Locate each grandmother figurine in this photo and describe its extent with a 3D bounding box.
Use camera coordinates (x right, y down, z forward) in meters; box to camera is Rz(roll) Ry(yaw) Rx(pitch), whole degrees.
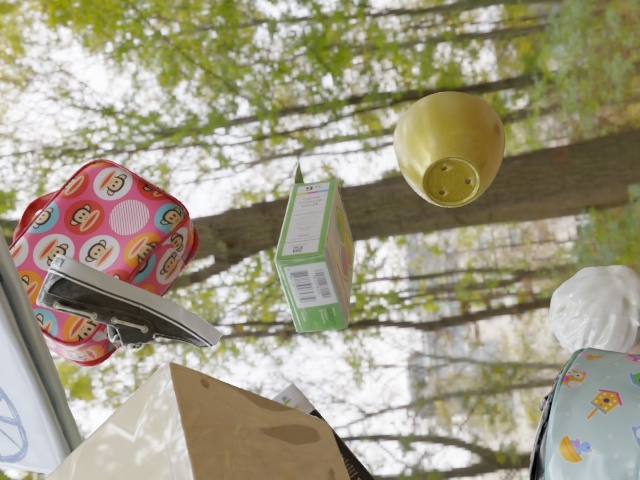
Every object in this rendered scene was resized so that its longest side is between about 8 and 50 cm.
[{"bbox_3d":[0.378,0.102,0.840,0.208,0.342,0.104,-104,30,-73],"label":"grandmother figurine"}]

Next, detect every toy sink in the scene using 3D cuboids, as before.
[{"bbox_3d":[-0.107,0.211,0.595,0.152,0.234,0.131,29,-155,-39],"label":"toy sink"}]

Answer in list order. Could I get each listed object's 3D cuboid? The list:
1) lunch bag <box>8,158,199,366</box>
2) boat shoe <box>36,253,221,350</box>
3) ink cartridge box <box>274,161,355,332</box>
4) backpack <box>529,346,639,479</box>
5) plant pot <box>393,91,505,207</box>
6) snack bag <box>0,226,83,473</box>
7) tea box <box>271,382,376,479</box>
[{"bbox_3d":[-0.361,0.021,1.383,0.293,0.258,0.120,-52,-22,-20],"label":"lunch bag"},{"bbox_3d":[-0.223,0.090,1.059,0.219,0.077,0.070,26,-101,-21],"label":"boat shoe"},{"bbox_3d":[0.000,0.000,1.082,0.209,0.062,0.109,-81,-20,-53],"label":"ink cartridge box"},{"bbox_3d":[0.221,0.173,0.636,0.166,0.144,0.189,-18,-76,-57],"label":"backpack"},{"bbox_3d":[0.151,-0.092,1.049,0.095,0.134,0.134,-81,-23,-54],"label":"plant pot"},{"bbox_3d":[-0.368,0.053,0.738,0.037,0.342,0.323,-48,-52,-53],"label":"snack bag"},{"bbox_3d":[-0.087,0.545,1.906,0.323,0.329,0.220,48,160,17],"label":"tea box"}]
